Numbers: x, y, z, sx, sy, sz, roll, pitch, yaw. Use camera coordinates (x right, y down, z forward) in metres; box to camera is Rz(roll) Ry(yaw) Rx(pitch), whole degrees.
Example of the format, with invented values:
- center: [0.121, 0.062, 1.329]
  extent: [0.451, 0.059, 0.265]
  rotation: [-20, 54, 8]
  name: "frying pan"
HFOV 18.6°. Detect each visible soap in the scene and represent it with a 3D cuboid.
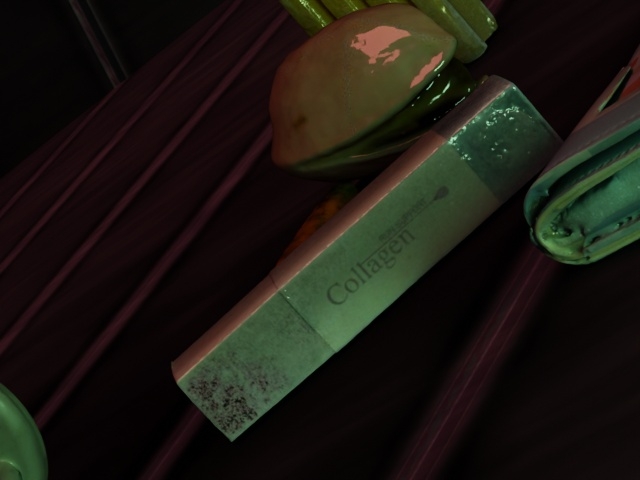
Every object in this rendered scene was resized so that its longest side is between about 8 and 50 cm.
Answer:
- center: [0.039, -0.241, 1.817]
  extent: [0.140, 0.232, 0.073]
  rotation: [-33, 16, 37]
  name: "soap"

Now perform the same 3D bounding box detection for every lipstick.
- center: [0.032, 0.011, 1.399]
  extent: [0.317, 0.066, 0.068]
  rotation: [-42, 13, 1]
  name: "lipstick"

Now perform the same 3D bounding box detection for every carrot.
- center: [0.000, 0.000, 1.589]
  extent: [0.042, 0.042, 0.170]
  rotation: [-33, 14, 32]
  name: "carrot"

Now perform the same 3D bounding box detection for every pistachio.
- center: [0.043, -0.119, 1.635]
  extent: [0.238, 0.138, 0.153]
  rotation: [-20, 38, 46]
  name: "pistachio"

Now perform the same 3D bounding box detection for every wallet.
- center: [0.235, -0.103, 1.185]
  extent: [0.176, 0.075, 0.250]
  rotation: [-35, 13, 50]
  name: "wallet"

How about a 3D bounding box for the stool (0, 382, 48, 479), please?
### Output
- center: [-0.330, 0.216, 1.524]
  extent: [0.195, 0.195, 0.198]
  rotation: [-35, 20, 27]
  name: "stool"
